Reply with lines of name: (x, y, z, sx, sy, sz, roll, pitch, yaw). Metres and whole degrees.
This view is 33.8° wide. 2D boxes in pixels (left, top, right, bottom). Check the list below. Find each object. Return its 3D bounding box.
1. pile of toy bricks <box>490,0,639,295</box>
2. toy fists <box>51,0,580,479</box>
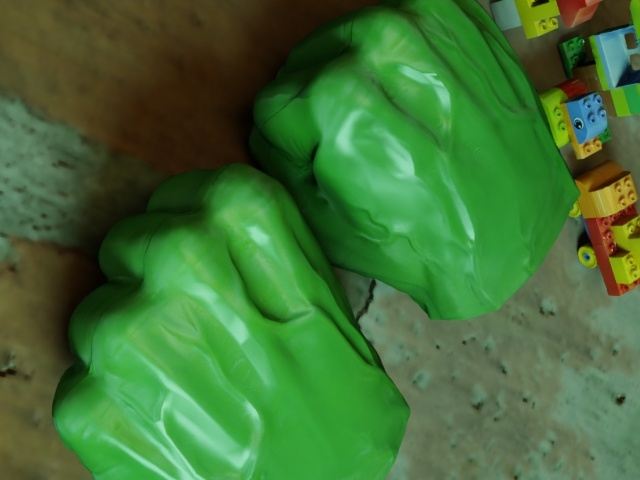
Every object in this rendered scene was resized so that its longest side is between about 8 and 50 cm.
pile of toy bricks: (0.176, -0.084, 0.553, 0.118, 0.105, 0.212, -28, 103, -29)
toy fists: (0.000, 0.000, 0.455, 0.279, 0.096, 0.142, -48, 122, -24)
